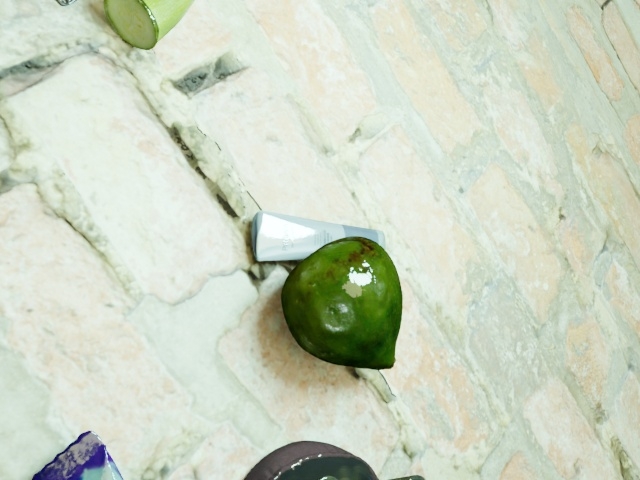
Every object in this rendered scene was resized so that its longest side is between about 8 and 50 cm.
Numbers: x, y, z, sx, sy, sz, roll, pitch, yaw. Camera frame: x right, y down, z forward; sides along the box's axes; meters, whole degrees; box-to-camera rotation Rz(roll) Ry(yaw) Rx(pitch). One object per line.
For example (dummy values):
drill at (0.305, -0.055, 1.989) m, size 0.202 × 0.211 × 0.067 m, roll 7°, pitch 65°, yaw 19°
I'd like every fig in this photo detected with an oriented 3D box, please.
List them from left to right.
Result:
fig at (0.055, 0.114, 0.876) m, size 0.245 × 0.195 × 0.195 m, roll 51°, pitch 55°, yaw -11°

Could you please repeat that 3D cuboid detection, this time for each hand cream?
hand cream at (0.000, 0.000, 0.952) m, size 0.255 × 0.048 × 0.080 m, roll 5°, pitch 77°, yaw -34°

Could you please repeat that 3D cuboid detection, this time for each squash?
squash at (-0.234, -0.390, 0.867) m, size 0.094 × 0.094 × 0.224 m, roll 41°, pitch 52°, yaw -21°

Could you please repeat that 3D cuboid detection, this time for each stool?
stool at (0.020, 0.422, 0.781) m, size 0.271 × 0.178 × 0.272 m, roll 10°, pitch 71°, yaw -33°

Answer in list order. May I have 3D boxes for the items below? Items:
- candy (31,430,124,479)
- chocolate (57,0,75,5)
candy at (-0.240, 0.368, 0.679) m, size 0.145 × 0.070 × 0.275 m, roll -45°, pitch 108°, yaw -26°
chocolate at (-0.398, -0.483, 0.746) m, size 0.321 × 0.112 × 0.112 m, roll 49°, pitch 58°, yaw -15°
